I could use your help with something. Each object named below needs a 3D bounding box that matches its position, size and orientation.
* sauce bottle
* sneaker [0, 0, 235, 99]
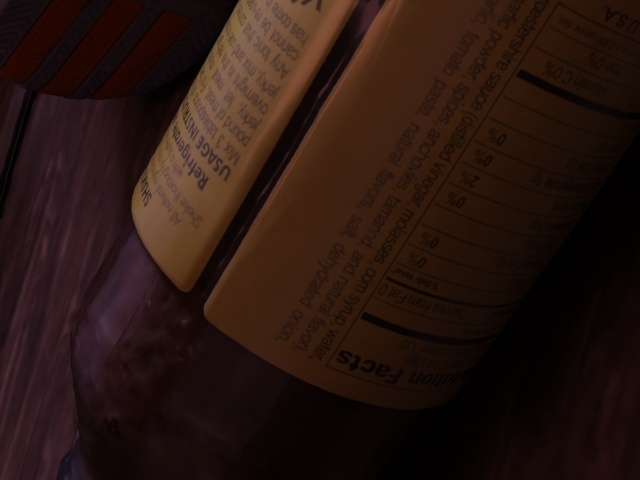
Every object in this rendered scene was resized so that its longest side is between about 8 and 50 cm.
[{"bbox_3d":[0.000,0.000,0.424,0.344,0.111,0.111,-57,41,22],"label":"sauce bottle"},{"bbox_3d":[-0.039,-0.202,0.528,0.321,0.124,0.180,-35,54,40],"label":"sneaker"}]
